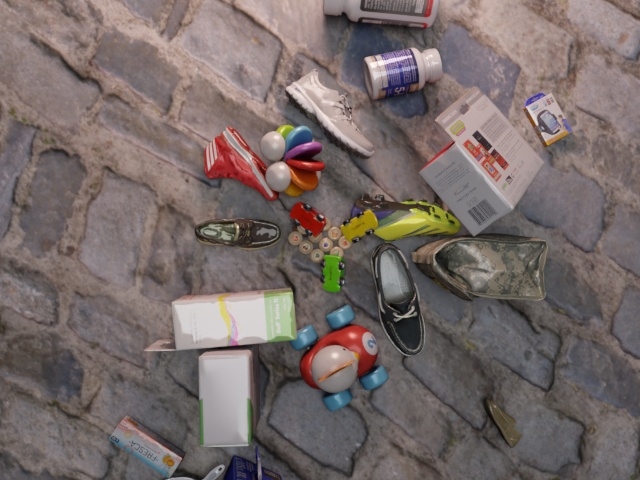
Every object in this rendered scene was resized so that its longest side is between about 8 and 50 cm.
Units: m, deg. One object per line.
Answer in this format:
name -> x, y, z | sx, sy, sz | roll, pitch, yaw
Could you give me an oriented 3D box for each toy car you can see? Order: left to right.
toy car -> -0.053, -0.205, 1.702 | 0.159, 0.136, 0.181 | -9, 88, -46
toy car -> 0.036, 0.019, 1.735 | 0.239, 0.053, 0.224 | 7, 104, 24
toy car -> 0.052, 0.297, 1.664 | 0.210, 0.238, 0.219 | -29, 90, -4

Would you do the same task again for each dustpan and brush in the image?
dustpan and brush -> -0.321, 0.629, 1.718 | 0.211, 0.060, 0.147 | -41, 91, -4

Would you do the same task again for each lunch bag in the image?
lunch bag -> 0.382, 0.063, 1.693 | 0.287, 0.235, 0.168 | 3, 91, -4

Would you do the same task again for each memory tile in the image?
memory tile -> 0.000, 0.000, 1.783 | 0.148, 0.012, 0.113 | 39, 86, -1

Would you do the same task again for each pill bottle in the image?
pill bottle -> 0.154, -0.636, 1.740 | 0.284, 0.161, 0.161 | 5, 88, -4
pill bottle -> 0.212, -0.435, 1.761 | 0.187, 0.112, 0.111 | -13, 89, -3

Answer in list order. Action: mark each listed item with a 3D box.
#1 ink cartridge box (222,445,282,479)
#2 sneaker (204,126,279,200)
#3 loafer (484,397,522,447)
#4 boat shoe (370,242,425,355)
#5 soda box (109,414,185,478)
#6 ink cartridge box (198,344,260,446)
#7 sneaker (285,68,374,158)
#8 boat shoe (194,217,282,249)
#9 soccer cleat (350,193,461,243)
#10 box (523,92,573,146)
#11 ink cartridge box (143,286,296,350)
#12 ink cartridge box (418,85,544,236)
ink cartridge box -> -0.198, 0.697, 1.619 | 0.151, 0.270, 0.395 | 27, 87, -8
sneaker -> -0.212, -0.171, 1.757 | 0.128, 0.087, 0.221 | -35, 91, 13
loafer -> 0.476, 0.468, 1.779 | 0.050, 0.056, 0.148 | -31, 100, -5
boat shoe -> 0.198, 0.155, 1.751 | 0.115, 0.091, 0.302 | -21, 89, -4
soda box -> -0.433, 0.517, 1.716 | 0.183, 0.058, 0.063 | 34, 87, -1
ink cartridge box -> -0.211, 0.355, 1.627 | 0.117, 0.278, 0.201 | -2, 88, -1
sneaker -> 0.043, -0.326, 1.750 | 0.281, 0.105, 0.115 | 44, 86, -1
boat shoe -> -0.211, -0.017, 1.740 | 0.224, 0.073, 0.080 | 2, 88, -3
soccer cleat -> 0.218, -0.044, 1.775 | 0.289, 0.093, 0.121 | 9, 118, -8
box -> 0.604, -0.328, 1.825 | 0.081, 0.028, 0.136 | -30, 92, -4
ink cartridge box -> -0.240, 0.189, 1.664 | 0.354, 0.207, 0.119 | -5, 90, -4
ink cartridge box -> 0.379, -0.204, 1.669 | 0.271, 0.309, 0.130 | 50, 130, 0
